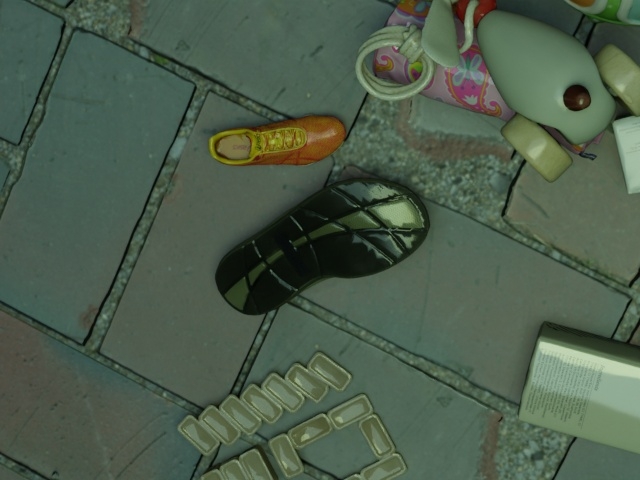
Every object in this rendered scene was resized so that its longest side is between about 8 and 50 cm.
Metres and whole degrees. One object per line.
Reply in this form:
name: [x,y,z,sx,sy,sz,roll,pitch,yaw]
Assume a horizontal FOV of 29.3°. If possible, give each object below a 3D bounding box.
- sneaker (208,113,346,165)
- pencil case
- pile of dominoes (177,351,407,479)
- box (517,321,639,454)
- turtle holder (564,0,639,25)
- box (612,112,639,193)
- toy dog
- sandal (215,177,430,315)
sneaker: [-0.054,-0.118,1.523,0.175,0.067,0.064,-10,94,13]
pencil case: [0.206,-0.195,1.426,0.284,0.124,0.124,23,102,9]
pile of dominoes: [-0.039,0.267,1.602,0.251,0.040,0.196,-28,90,7]
box: [0.380,0.188,1.448,0.275,0.094,0.113,16,102,11]
turtle holder: [0.384,-0.352,1.301,0.320,0.227,0.243,2,98,13]
box: [0.392,-0.109,1.399,0.102,0.101,0.087,-13,95,17]
toy dog: [0.196,-0.209,1.284,0.333,0.161,0.220,28,92,10]
sandal: [-0.002,-0.001,1.524,0.303,0.086,0.120,-22,98,30]
